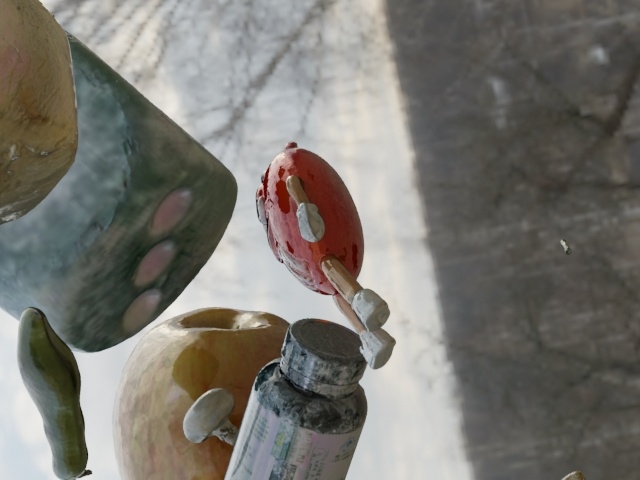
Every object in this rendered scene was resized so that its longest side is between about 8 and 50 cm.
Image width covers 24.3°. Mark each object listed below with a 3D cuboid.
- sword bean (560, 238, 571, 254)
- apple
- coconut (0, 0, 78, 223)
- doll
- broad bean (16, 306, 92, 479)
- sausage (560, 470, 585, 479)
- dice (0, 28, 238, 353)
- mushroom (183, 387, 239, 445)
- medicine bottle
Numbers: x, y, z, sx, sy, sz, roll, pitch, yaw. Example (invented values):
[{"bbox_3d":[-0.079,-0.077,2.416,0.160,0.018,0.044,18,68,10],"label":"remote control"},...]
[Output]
[{"bbox_3d":[0.372,0.010,2.246,0.083,0.012,0.012,-73,-29,-80],"label":"sword bean"},{"bbox_3d":[-0.148,0.287,2.378,0.391,0.392,0.346,-64,-32,-74],"label":"apple"},{"bbox_3d":[-0.311,-0.109,1.251,0.227,0.227,0.230,62,-167,-59],"label":"coconut"},{"bbox_3d":[0.000,0.000,1.297,0.183,0.085,0.217,71,173,-67],"label":"doll"},{"bbox_3d":[-0.317,0.204,1.786,0.075,0.067,0.325,-125,25,-47],"label":"broad bean"},{"bbox_3d":[0.274,0.315,1.786,0.132,0.024,0.024,-52,30,41],"label":"sausage"},{"bbox_3d":[-0.336,-0.065,2.025,0.330,0.328,0.348,41,180,18],"label":"dice"},{"bbox_3d":[-0.136,0.241,1.965,0.079,0.085,0.085,38,-171,5],"label":"mushroom"},{"bbox_3d":[-0.029,0.240,1.771,0.141,0.141,0.293,-77,4,-67],"label":"medicine bottle"}]
